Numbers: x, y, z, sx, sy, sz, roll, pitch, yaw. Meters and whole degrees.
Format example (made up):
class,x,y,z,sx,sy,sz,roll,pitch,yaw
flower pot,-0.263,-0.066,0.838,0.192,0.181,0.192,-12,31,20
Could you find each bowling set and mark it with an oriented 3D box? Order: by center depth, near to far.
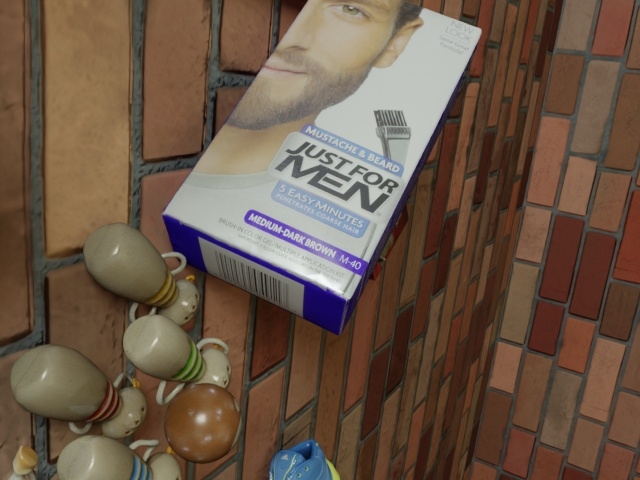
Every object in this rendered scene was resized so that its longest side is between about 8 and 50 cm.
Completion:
class,x,y,z,sx,sy,sz,roll,pitch,yaw
bowling set,-0.138,0.147,0.516,0.287,0.199,0.154,-61,151,-17

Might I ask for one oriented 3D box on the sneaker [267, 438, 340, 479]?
class,x,y,z,sx,sy,sz,roll,pitch,yaw
sneaker,-0.064,0.370,0.905,0.240,0.091,0.126,-35,115,-51

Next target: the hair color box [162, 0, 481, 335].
class,x,y,z,sx,sy,sz,roll,pitch,yaw
hair color box,0.013,-0.100,0.657,0.110,0.185,0.339,97,19,-62

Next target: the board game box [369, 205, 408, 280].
class,x,y,z,sx,sy,sz,roll,pitch,yaw
board game box,0.081,-0.079,0.993,0.145,0.027,0.281,-59,149,-31

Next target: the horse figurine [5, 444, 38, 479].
class,x,y,z,sx,sy,sz,roll,pitch,yaw
horse figurine,-0.210,0.197,0.391,0.174,0.066,0.263,-33,137,5

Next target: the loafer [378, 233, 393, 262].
class,x,y,z,sx,sy,sz,roll,pitch,yaw
loafer,0.000,0.000,0.810,0.268,0.101,0.092,17,90,-54
